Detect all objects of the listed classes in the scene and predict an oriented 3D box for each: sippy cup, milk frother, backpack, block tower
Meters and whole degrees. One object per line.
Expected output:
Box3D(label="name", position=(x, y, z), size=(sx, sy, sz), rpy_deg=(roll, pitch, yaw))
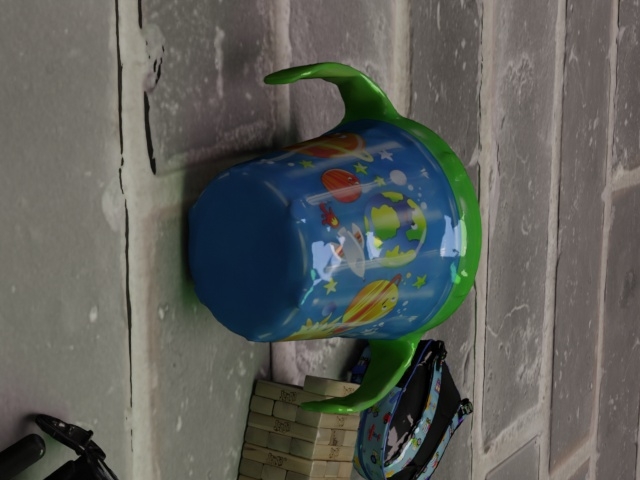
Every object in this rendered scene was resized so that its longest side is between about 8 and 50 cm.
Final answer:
Box3D(label="sippy cup", position=(0.000, 0.000, 1.306), size=(0.224, 0.240, 0.305), rpy_deg=(-12, 63, -47))
Box3D(label="milk frother", position=(-0.229, 0.220, 1.091), size=(0.135, 0.129, 0.143), rpy_deg=(-36, -179, -5))
Box3D(label="backpack", position=(0.088, 0.214, 1.578), size=(0.173, 0.117, 0.158), rpy_deg=(-62, 144, -30))
Box3D(label="block tower", position=(-0.038, 0.307, 1.419), size=(0.091, 0.097, 0.335), rpy_deg=(17, 84, -59))
